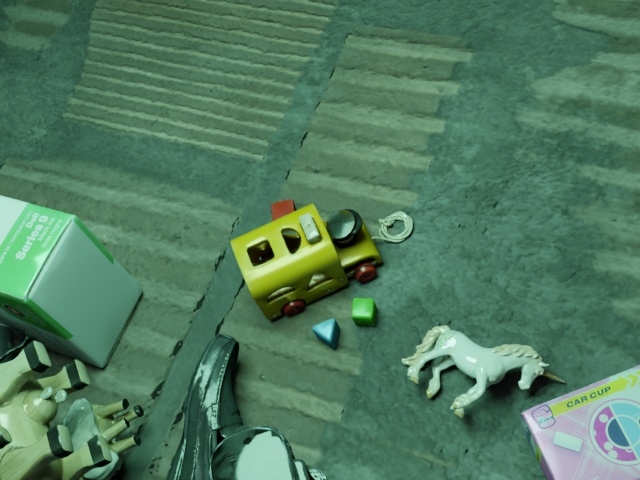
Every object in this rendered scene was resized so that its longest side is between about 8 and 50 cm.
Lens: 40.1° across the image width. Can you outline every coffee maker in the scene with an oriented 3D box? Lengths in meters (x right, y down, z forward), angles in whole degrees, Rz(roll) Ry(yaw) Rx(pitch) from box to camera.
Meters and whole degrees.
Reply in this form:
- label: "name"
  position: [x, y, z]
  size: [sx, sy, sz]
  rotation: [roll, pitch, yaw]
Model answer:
- label: "coffee maker"
  position: [-0.031, 0.289, 0.882]
  size: [0.120, 0.178, 0.171]
  rotation: [-40, 60, -9]

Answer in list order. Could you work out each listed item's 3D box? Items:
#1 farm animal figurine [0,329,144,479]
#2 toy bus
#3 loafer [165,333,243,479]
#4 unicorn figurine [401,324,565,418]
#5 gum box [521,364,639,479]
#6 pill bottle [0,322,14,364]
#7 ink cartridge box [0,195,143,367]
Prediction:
- label: "farm animal figurine"
  position: [-0.313, 0.241, 0.861]
  size: [0.172, 0.330, 0.327]
  rotation: [-31, 41, 8]
- label: "toy bus"
  position: [-0.009, 0.009, 1.076]
  size: [0.190, 0.104, 0.202]
  rotation: [15, 66, 21]
- label: "loafer"
  position: [-0.119, 0.218, 1.008]
  size: [0.078, 0.076, 0.223]
  rotation: [6, 68, 11]
- label: "unicorn figurine"
  position: [0.174, 0.144, 0.982]
  size: [0.162, 0.060, 0.111]
  rotation: [35, 75, 27]
- label: "gum box"
  position: [0.319, 0.201, 0.912]
  size: [0.188, 0.062, 0.107]
  rotation: [-22, 59, 1]
- label: "pill bottle"
  position: [-0.430, 0.225, 1.033]
  size: [0.130, 0.130, 0.246]
  rotation: [-9, 73, 9]
- label: "ink cartridge box"
  position: [-0.404, 0.033, 1.098]
  size: [0.289, 0.211, 0.122]
  rotation: [15, 66, 20]
